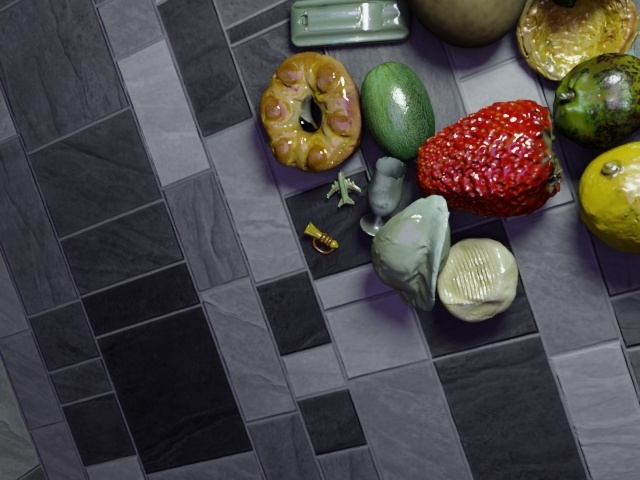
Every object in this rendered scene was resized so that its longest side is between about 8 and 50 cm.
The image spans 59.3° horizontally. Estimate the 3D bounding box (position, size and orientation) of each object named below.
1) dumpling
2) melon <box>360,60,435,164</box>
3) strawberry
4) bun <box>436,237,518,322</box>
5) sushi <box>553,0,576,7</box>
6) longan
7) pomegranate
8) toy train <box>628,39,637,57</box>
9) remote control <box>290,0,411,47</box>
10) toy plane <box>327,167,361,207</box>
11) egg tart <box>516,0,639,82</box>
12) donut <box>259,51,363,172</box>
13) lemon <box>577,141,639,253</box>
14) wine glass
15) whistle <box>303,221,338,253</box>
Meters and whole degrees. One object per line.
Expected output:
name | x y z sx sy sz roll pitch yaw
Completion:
dumpling | 0.231 0.036 1.480 0.211 0.321 0.270 13 75 20
melon | 0.208 -0.328 1.487 0.182 0.182 0.288 -18 92 17
strawberry | 0.413 -0.174 1.400 0.351 0.267 0.312 -12 126 15
bun | 0.427 0.110 1.517 0.229 0.145 0.230 -16 64 36
sushi | 0.585 -0.719 1.205 0.294 0.178 0.352 -19 74 13
longan | 0.344 -0.635 1.366 0.288 0.288 0.350 -45 78 16
pomegranate | 0.680 -0.341 1.309 0.276 0.222 0.204 -34 104 -12
toy train | 0.746 -0.481 1.394 0.070 0.038 0.148 -2 97 13
remote control | 0.079 -0.606 1.542 0.335 0.065 0.128 1 96 15
toy plane | 0.065 -0.154 1.623 0.102 0.040 0.111 -8 95 14
egg tart | 0.627 -0.523 1.371 0.290 0.107 0.291 13 126 18
donut | -0.016 -0.346 1.551 0.299 0.150 0.317 29 106 15
lemon | 0.749 -0.097 1.327 0.260 0.260 0.284 -22 117 17
wine glass | 0.169 -0.113 1.517 0.103 0.103 0.222 20 137 12
whistle | -0.002 0.000 1.664 0.109 0.046 0.057 38 91 1
